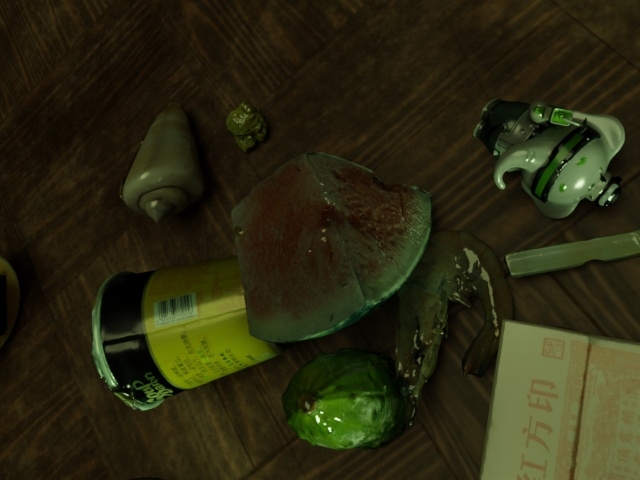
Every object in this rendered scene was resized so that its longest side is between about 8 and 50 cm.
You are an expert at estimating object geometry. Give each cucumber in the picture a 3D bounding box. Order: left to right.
[{"bbox_3d":[0.022,0.191,0.677,0.134,0.244,0.134,-5,74,19],"label":"cucumber"}]

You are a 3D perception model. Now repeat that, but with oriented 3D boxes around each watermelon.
[{"bbox_3d":[0.000,0.000,0.708,0.213,0.262,0.201,-31,104,32],"label":"watermelon"}]

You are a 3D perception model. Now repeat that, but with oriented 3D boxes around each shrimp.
[{"bbox_3d":[0.169,0.109,0.727,0.145,0.059,0.254,2,69,9],"label":"shrimp"}]

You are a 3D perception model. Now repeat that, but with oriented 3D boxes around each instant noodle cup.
[{"bbox_3d":[-0.173,0.117,0.827,0.236,0.215,0.216,-17,69,15],"label":"instant noodle cup"}]

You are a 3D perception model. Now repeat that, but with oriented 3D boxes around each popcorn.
[{"bbox_3d":[-0.128,-0.191,0.961,0.059,0.068,0.083,-117,33,-49],"label":"popcorn"}]

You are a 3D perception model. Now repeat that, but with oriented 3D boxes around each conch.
[{"bbox_3d":[-0.258,-0.130,0.993,0.158,0.127,0.255,-35,35,47],"label":"conch"}]

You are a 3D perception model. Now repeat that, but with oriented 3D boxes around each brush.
[{"bbox_3d":[0.318,0.018,0.696,0.178,0.030,0.033,-12,64,13],"label":"brush"}]

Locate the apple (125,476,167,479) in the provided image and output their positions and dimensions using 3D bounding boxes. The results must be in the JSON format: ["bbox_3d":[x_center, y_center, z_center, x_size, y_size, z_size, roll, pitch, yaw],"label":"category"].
[{"bbox_3d":[-0.244,0.426,0.781,0.157,0.196,0.196,-28,62,-14],"label":"apple"}]

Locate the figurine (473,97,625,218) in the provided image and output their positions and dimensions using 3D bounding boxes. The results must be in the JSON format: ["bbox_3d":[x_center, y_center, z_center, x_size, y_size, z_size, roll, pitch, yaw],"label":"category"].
[{"bbox_3d":[0.279,-0.106,0.700,0.192,0.126,0.147,38,130,23],"label":"figurine"}]

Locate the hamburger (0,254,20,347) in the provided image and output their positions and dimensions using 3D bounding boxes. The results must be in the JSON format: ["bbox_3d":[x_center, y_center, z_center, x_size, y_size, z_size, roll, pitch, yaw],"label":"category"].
[{"bbox_3d":[-0.713,0.117,1.046,0.170,0.302,0.302,12,82,21],"label":"hamburger"}]

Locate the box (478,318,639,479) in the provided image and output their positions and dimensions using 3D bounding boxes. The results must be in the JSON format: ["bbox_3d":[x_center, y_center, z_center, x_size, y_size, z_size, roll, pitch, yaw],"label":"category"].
[{"bbox_3d":[0.364,0.213,0.593,0.365,0.051,0.205,8,81,26],"label":"box"}]
